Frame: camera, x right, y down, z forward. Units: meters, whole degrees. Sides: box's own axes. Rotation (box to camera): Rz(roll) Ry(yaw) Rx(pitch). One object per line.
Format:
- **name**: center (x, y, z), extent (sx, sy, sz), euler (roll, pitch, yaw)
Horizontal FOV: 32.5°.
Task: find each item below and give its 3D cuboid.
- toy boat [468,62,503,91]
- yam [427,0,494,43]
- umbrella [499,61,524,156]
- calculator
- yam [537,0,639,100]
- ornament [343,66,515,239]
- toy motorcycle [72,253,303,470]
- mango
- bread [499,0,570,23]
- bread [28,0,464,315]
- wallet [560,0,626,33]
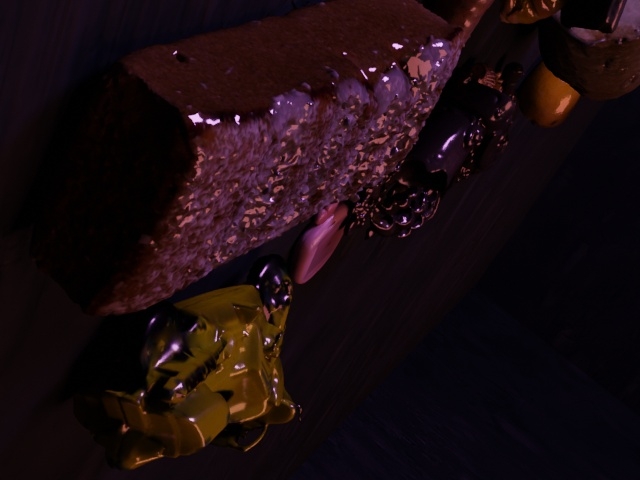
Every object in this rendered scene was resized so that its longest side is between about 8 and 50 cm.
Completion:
- **toy boat**: center (0.230, -0.222, 1.535), extent (0.049, 0.047, 0.149), euler (-55, 167, 16)
- **yam**: center (0.182, -0.288, 1.105), extent (0.300, 0.066, 0.066), euler (-52, 169, 30)
- **umbrella**: center (0.290, -0.208, 1.759), extent (0.071, 0.071, 0.248), euler (-45, 165, -27)
- **calculator**: center (0.000, 0.000, 1.403), extent (0.103, 0.024, 0.166), euler (-45, 165, -28)
- **yam**: center (0.405, -0.322, 1.563), extent (0.195, 0.195, 0.300), euler (-51, 167, 1)
- **ornament**: center (0.131, -0.079, 1.455), extent (0.260, 0.106, 0.251), euler (-49, 166, -12)
- **toy motorcycle**: center (-0.115, 0.136, 1.117), extent (0.342, 0.142, 0.206), euler (-22, 110, -66)
- **mango**: center (0.431, -0.284, 1.982), extent (0.195, 0.098, 0.137), euler (-51, 165, -27)
- **bread**: center (0.266, -0.318, 1.292), extent (0.157, 0.094, 0.083), euler (-50, 173, 15)
- **bread**: center (-0.033, -0.083, 0.830), extent (0.416, 0.113, 0.165), euler (-32, 155, -55)
- **wallet**: center (0.342, -0.324, 1.285), extent (0.245, 0.052, 0.169), euler (-74, -177, -76)
